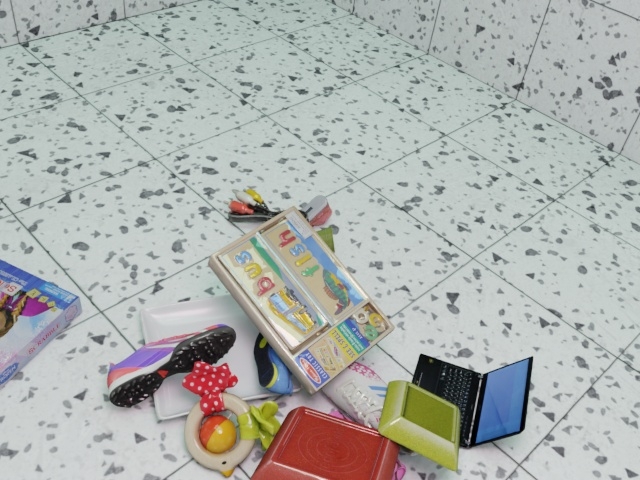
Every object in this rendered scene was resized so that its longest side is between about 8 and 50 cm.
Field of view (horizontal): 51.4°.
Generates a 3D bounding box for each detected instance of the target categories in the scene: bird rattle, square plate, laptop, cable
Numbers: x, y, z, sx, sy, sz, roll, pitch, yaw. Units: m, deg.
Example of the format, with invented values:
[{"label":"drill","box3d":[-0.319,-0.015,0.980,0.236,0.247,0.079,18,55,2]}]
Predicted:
[{"label":"bird rattle","box3d":[-0.215,0.396,1.467,0.253,0.143,0.207,33,80,4]},{"label":"square plate","box3d":[-0.258,0.281,1.674,0.347,0.049,0.344,-8,44,-18]},{"label":"laptop","box3d":[0.357,0.364,1.619,0.264,0.136,0.234,18,42,10]},{"label":"cable","box3d":[-0.178,-0.092,2.051,0.287,0.072,0.139,17,41,34]}]

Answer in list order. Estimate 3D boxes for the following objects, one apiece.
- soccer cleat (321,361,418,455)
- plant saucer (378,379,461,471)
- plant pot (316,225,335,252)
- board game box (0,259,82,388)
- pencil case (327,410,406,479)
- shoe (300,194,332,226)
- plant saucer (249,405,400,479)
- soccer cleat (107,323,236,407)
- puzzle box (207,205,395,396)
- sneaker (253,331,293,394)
[{"label":"soccer cleat","box3d":[0.119,0.380,1.544,0.331,0.116,0.143,29,8,21]},{"label":"plant saucer","box3d":[0.231,0.391,1.463,0.188,0.045,0.188,27,27,2]},{"label":"plant pot","box3d":[0.000,0.000,2.018,0.079,0.083,0.083,-7,42,1]},{"label":"board game box","box3d":[-0.829,0.198,1.656,0.319,0.066,0.318,21,43,14]},{"label":"pencil case","box3d":[0.084,0.478,1.483,0.209,0.098,0.095,37,24,32]},{"label":"shoe","box3d":[-0.041,-0.061,2.085,0.178,0.081,0.063,-40,53,-5]},{"label":"plant saucer","box3d":[0.022,0.434,1.348,0.259,0.048,0.258,14,20,11]},{"label":"soccer cleat","box3d":[-0.349,0.263,1.537,0.318,0.108,0.116,-29,44,-2]},{"label":"puzzle box","box3d":[-0.046,0.134,1.609,0.272,0.052,0.409,-34,77,-30]},{"label":"sneaker","box3d":[-0.109,0.291,1.615,0.082,0.069,0.209,30,23,-28]}]
